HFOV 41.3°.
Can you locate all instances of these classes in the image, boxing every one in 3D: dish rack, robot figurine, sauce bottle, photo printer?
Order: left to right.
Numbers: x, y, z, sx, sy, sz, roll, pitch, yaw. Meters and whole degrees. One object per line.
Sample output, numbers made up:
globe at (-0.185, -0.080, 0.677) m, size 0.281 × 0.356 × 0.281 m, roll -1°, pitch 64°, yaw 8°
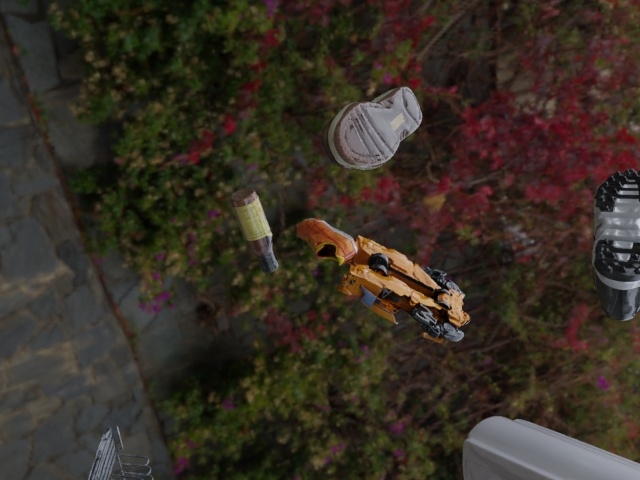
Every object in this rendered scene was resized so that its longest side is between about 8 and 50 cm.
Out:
dish rack at (-0.287, 0.415, 1.238) m, size 0.208 × 0.074 × 0.271 m, roll -87°, pitch 176°, yaw -51°
sauce bottle at (-0.093, -0.013, 1.227) m, size 0.042 × 0.042 × 0.128 m, roll 48°, pitch -21°, yaw 59°
robot figurine at (0.183, 0.111, 1.798) m, size 0.085 × 0.291 × 0.211 m, roll -54°, pitch -169°, yaw 34°
photo printer at (0.294, 0.351, 0.930) m, size 0.307 × 0.107 × 0.256 m, roll 9°, pitch -71°, yaw 60°

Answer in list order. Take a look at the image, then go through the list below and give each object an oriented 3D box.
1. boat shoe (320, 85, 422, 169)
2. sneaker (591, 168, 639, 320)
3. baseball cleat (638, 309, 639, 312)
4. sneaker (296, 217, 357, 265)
boat shoe at (0.058, -0.149, 1.212) m, size 0.095 × 0.257 × 0.095 m, roll -18°, pitch -82°, yaw 33°
sneaker at (0.363, 0.006, 1.019) m, size 0.234 × 0.078 × 0.106 m, roll -62°, pitch 150°, yaw -47°
baseball cleat at (0.681, 0.145, 1.540) m, size 0.206 × 0.072 × 0.109 m, roll 4°, pitch -45°, yaw 33°
sneaker at (0.000, 0.000, 1.752) m, size 0.175 × 0.067 × 0.064 m, roll 23°, pitch -40°, yaw 49°
